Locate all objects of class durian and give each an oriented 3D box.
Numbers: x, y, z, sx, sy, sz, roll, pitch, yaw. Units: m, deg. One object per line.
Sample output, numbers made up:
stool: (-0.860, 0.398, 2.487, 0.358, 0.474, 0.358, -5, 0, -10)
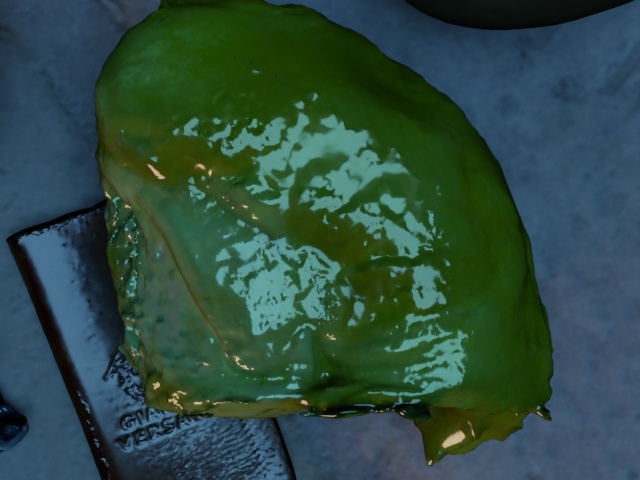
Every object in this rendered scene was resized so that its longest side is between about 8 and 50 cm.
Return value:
durian: (0.000, 0.000, 0.702, 0.256, 0.204, 0.339, -15, 97, -21)

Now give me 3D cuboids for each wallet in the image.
wallet: (-0.107, 0.091, 0.782, 0.137, 0.031, 0.255, -21, 102, -10)

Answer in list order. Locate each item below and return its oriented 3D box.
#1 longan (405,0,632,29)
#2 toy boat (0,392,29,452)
longan: (0.133, -0.253, 0.699, 0.246, 0.215, 0.246, 6, 69, -16)
toy boat: (-0.247, 0.086, 0.740, 0.137, 0.060, 0.061, 42, 107, -7)
